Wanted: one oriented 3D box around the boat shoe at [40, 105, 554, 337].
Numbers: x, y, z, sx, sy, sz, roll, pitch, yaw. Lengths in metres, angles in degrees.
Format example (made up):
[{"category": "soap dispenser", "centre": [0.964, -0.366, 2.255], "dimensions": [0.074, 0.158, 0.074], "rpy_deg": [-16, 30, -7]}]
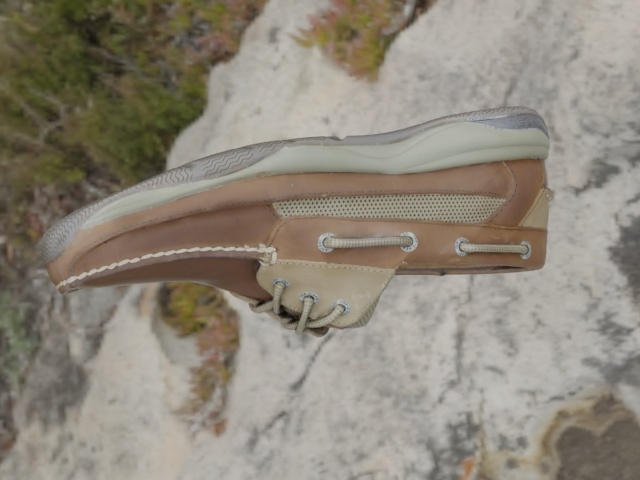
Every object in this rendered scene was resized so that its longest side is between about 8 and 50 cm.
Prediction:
[{"category": "boat shoe", "centre": [0.000, 0.000, 0.738], "dimensions": [0.123, 0.324, 0.116], "rpy_deg": [162, 97, -75]}]
